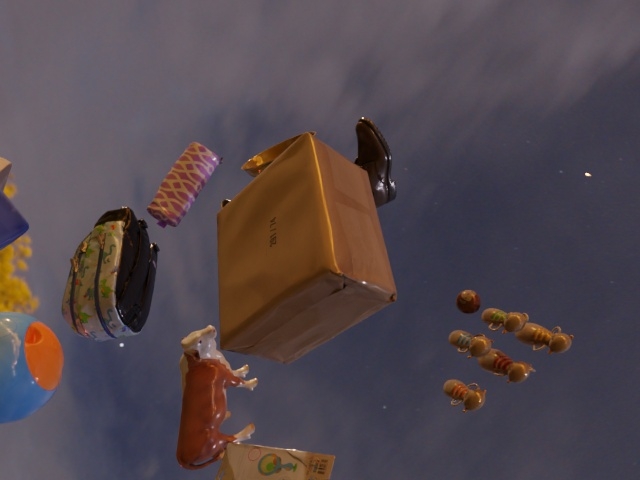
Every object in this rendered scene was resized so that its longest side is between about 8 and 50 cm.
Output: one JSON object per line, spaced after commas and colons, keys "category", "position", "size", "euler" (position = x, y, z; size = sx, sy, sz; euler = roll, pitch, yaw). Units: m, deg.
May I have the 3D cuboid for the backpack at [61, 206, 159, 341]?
{"category": "backpack", "position": [-0.614, 0.129, 1.756], "size": [0.290, 0.273, 0.356], "euler": [83, -12, -51]}

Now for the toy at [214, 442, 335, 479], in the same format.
{"category": "toy", "position": [-0.090, 0.470, 1.120], "size": [0.237, 0.056, 0.137], "euler": [-5, -136, 26]}

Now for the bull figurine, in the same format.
{"category": "bull figurine", "position": [-0.243, 0.352, 1.336], "size": [0.101, 0.188, 0.311], "euler": [-11, -110, 56]}

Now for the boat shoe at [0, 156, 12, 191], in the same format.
{"category": "boat shoe", "position": [-0.710, -0.103, 1.097], "size": [0.127, 0.158, 0.340], "euler": [-66, -162, 11]}

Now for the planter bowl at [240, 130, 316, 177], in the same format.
{"category": "planter bowl", "position": [-0.090, -0.196, 1.532], "size": [0.217, 0.217, 0.090], "euler": [-9, -65, 43]}

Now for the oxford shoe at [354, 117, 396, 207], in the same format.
{"category": "oxford shoe", "position": [0.112, -0.171, 1.364], "size": [0.082, 0.096, 0.227], "euler": [29, -38, 52]}

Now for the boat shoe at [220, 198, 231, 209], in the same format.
{"category": "boat shoe", "position": [-0.244, -0.053, 1.745], "size": [0.083, 0.076, 0.226], "euler": [-49, -142, -3]}

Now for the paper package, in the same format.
{"category": "paper package", "position": [-0.045, 0.022, 1.096], "size": [0.309, 0.168, 0.325], "euler": [-36, -135, 31]}

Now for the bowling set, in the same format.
{"category": "bowling set", "position": [0.356, 0.209, 1.243], "size": [0.200, 0.287, 0.154], "euler": [56, -12, -11]}

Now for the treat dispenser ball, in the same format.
{"category": "treat dispenser ball", "position": [-0.825, 0.330, 1.538], "size": [0.288, 0.288, 0.289], "euler": [-5, -97, 44]}

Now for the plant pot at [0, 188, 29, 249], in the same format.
{"category": "plant pot", "position": [-0.573, -0.014, 0.746], "size": [0.235, 0.212, 0.236], "euler": [-24, -66, 26]}

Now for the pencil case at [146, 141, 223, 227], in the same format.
{"category": "pencil case", "position": [-0.314, -0.129, 1.352], "size": [0.206, 0.086, 0.088], "euler": [-59, -167, -18]}
